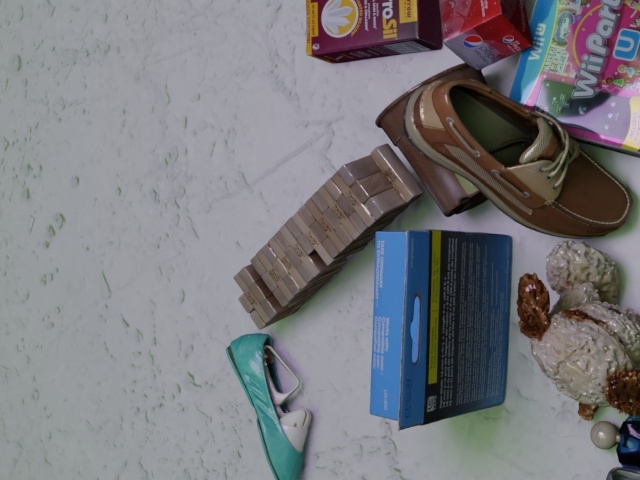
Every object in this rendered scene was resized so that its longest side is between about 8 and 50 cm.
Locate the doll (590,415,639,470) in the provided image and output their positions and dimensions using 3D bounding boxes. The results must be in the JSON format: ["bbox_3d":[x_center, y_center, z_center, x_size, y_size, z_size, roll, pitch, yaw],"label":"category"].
[{"bbox_3d":[0.437,0.261,1.486,0.189,0.046,0.129,5,96,37],"label":"doll"}]

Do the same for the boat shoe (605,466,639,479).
[{"bbox_3d":[0.480,0.377,1.395,0.335,0.121,0.119,17,127,31],"label":"boat shoe"}]

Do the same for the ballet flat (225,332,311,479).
[{"bbox_3d":[-0.064,0.253,1.770,0.087,0.083,0.247,-26,77,13],"label":"ballet flat"}]

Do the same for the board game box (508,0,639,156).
[{"bbox_3d":[0.414,-0.221,1.488,0.303,0.097,0.224,19,98,31],"label":"board game box"}]

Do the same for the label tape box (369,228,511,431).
[{"bbox_3d":[0.136,0.106,1.504,0.105,0.333,0.241,2,89,31],"label":"label tape box"}]

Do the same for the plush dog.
[{"bbox_3d":[0.341,0.138,1.443,0.262,0.225,0.211,35,106,27],"label":"plush dog"}]

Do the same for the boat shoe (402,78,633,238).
[{"bbox_3d":[0.258,-0.102,1.467,0.123,0.324,0.120,-69,14,-17],"label":"boat shoe"}]

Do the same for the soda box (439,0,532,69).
[{"bbox_3d":[0.213,-0.363,1.561,0.092,0.083,0.263,-23,53,31],"label":"soda box"}]

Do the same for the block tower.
[{"bbox_3d":[0.000,0.000,1.669,0.091,0.097,0.335,54,130,10],"label":"block tower"}]

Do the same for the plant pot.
[{"bbox_3d":[0.186,-0.131,1.591,0.167,0.167,0.165,-32,80,26],"label":"plant pot"}]

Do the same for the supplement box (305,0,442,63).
[{"bbox_3d":[0.076,-0.326,1.700,0.188,0.080,0.104,-3,87,30],"label":"supplement box"}]
